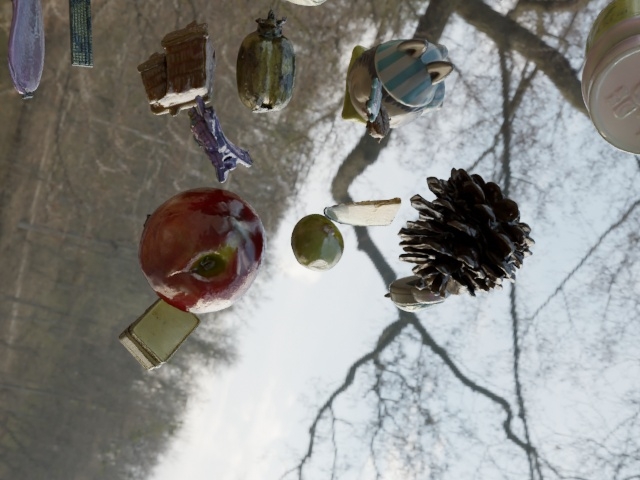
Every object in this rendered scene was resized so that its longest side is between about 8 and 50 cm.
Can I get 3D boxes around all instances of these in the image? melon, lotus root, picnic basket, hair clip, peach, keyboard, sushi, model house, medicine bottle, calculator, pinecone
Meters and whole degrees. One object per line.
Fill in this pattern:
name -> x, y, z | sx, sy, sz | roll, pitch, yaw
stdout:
melon -> 0.090, -0.067, 1.778 | 0.098, 0.182, 0.054 | 117, -33, -71
lotus root -> -0.138, -0.460, 1.962 | 0.154, 0.154, 0.278 | -120, -149, -63
picnic basket -> -0.370, 0.208, 1.775 | 0.079, 0.115, 0.164 | -34, -170, 47
hair clip -> -0.623, -0.470, 1.602 | 0.110, 0.096, 0.358 | -6, -87, 65
peach -> -0.262, 0.007, 1.704 | 0.338, 0.281, 0.281 | -132, -120, -67
keyboard -> -0.602, -0.525, 1.932 | 0.014, 0.055, 0.176 | -9, -96, 60
sushi -> 0.142, -0.305, 1.942 | 0.060, 0.062, 0.118 | -165, -106, -65
model house -> -0.382, -0.475, 2.055 | 0.229, 0.200, 0.219 | 88, -6, -68
medicine bottle -> 0.568, -0.299, 1.340 | 0.213, 0.214, 0.378 | -61, 177, 33
calculator -> 0.121, -0.310, 1.690 | 0.141, 0.019, 0.094 | 10, 91, -81
hair clip -> -0.226, -0.205, 1.669 | 0.137, 0.090, 0.278 | 64, 5, 23
pinecone -> 0.400, -0.002, 2.202 | 0.398, 0.398, 0.397 | -165, -90, -70

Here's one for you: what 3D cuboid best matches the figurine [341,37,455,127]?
figurine -> 0.288, -0.452, 2.236 | 0.378, 0.361, 0.266 | 12, -71, 60

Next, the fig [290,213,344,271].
fig -> -0.008, 0.006, 1.784 | 0.121, 0.136, 0.153 | -39, -178, 9

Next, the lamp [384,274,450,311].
lamp -> 0.322, 0.171, 2.441 | 0.246, 0.180, 0.108 | 1, -72, 64

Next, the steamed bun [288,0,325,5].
steamed bun -> 0.006, -0.847, 2.203 | 0.394, 0.238, 0.346 | -88, -171, -66

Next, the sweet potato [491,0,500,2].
sweet potato -> 0.347, -0.498, 1.523 | 0.050, 0.050, 0.214 | -67, 172, 21
